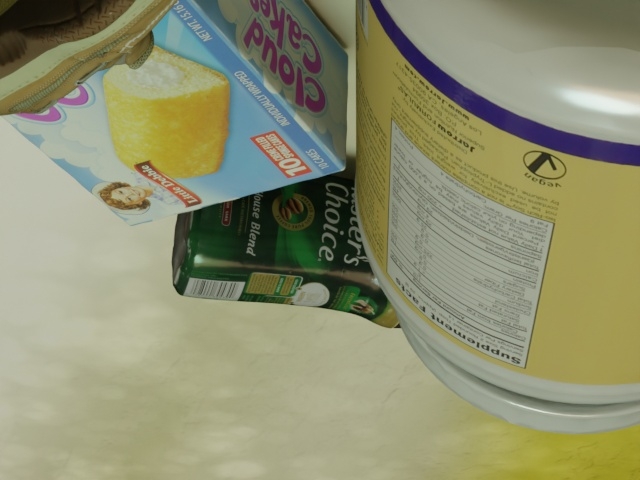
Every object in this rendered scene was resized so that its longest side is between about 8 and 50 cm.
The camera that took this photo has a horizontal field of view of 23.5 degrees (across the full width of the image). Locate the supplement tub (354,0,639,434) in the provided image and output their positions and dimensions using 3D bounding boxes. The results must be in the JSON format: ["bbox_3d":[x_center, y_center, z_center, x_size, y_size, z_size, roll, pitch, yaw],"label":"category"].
[{"bbox_3d":[0.136,-0.067,0.744,0.241,0.241,0.331,1,148,3],"label":"supplement tub"}]

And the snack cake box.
[{"bbox_3d":[-0.112,-0.121,0.819,0.152,0.089,0.264,-15,144,25],"label":"snack cake box"}]

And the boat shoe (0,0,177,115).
[{"bbox_3d":[-0.105,-0.105,0.711,0.072,0.068,0.190,15,157,-40],"label":"boat shoe"}]

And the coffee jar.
[{"bbox_3d":[0.000,0.000,0.999,0.184,0.096,0.079,9,150,-11],"label":"coffee jar"}]
